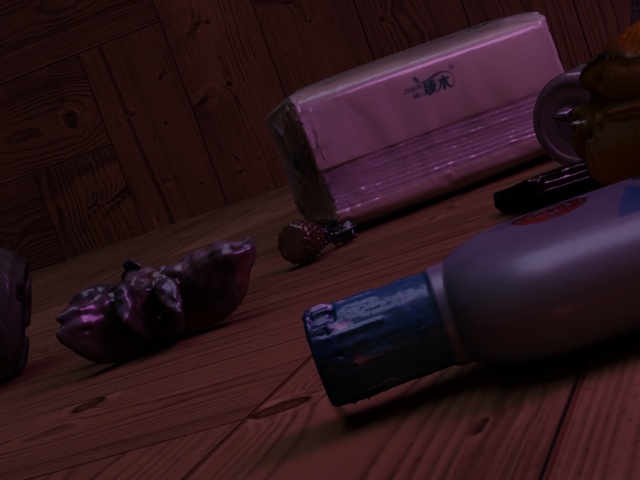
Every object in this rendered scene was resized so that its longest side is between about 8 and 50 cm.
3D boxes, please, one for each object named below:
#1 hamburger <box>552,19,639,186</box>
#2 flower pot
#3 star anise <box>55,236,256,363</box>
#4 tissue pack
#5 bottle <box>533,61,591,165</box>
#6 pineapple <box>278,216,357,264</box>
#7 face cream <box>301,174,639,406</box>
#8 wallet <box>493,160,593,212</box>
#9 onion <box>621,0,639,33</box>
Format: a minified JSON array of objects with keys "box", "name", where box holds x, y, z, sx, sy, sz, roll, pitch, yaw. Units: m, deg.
[{"box":[0.352,-0.133,1.123,0.314,0.170,0.290,-16,4,45],"name":"hamburger"},{"box":[-0.410,0.084,1.621,0.140,0.236,0.235,1,3,-8],"name":"flower pot"},{"box":[-0.164,0.058,1.462,0.236,0.093,0.229,-18,6,32],"name":"star anise"},{"box":[0.136,-0.165,1.969,0.380,0.207,0.297,-21,5,-10],"name":"tissue pack"},{"box":[0.359,-0.167,1.705,0.120,0.120,0.253,-16,5,35],"name":"bottle"},{"box":[0.000,0.000,1.737,0.058,0.058,0.124,-16,-7,36],"name":"pineapple"},{"box":[0.156,0.016,0.823,0.336,0.080,0.163,-19,6,4],"name":"face cream"},{"box":[0.303,-0.079,1.495,0.232,0.031,0.122,-19,1,-13],"name":"wallet"},{"box":[0.481,-0.254,1.558,0.230,0.256,0.272,7,-45,-25],"name":"onion"}]
